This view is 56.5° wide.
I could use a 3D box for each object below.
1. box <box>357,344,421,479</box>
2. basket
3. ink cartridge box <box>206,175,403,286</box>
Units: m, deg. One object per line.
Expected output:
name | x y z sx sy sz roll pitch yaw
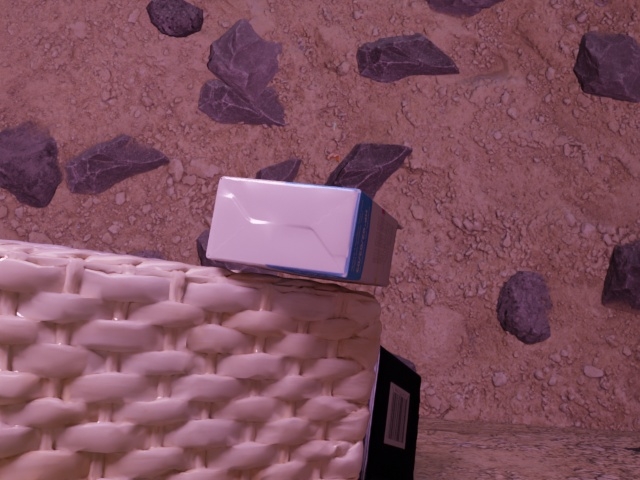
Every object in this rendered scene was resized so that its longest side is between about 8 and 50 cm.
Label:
box | -0.049 0.303 1.074 0.395 0.212 0.293 0 -21 24
basket | -0.152 0.176 0.502 0.331 0.328 0.266 10 -6 -27
ink cartridge box | 0.000 0.000 0.479 0.104 0.062 0.181 7 -4 18
